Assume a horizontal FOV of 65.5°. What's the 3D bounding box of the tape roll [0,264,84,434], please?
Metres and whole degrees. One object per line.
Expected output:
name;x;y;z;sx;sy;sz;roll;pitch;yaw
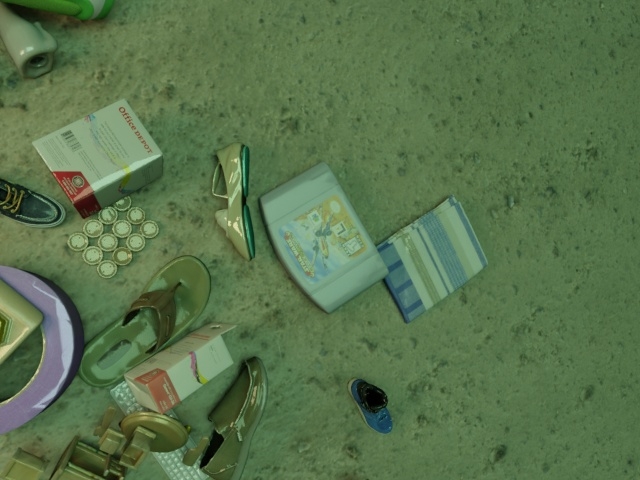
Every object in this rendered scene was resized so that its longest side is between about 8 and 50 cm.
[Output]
tape roll;-0.550;0.179;0.828;0.274;0.090;0.275;2;81;-14

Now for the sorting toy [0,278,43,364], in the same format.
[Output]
sorting toy;-0.576;0.137;0.761;0.193;0.038;0.208;42;74;-5

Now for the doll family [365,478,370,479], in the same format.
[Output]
doll family;0.051;0.591;1.058;0.111;0.076;0.193;32;78;-21

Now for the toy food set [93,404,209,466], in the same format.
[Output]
toy food set;-0.301;0.343;0.906;0.192;0.132;0.039;25;36;-14

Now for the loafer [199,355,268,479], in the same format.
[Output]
loafer;-0.172;0.351;0.978;0.087;0.094;0.251;19;79;-23

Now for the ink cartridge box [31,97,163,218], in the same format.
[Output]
ink cartridge box;-0.396;-0.147;0.910;0.176;0.127;0.128;-34;90;-20

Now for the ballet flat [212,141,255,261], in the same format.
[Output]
ballet flat;-0.182;-0.078;1.030;0.086;0.086;0.249;-2;84;-22

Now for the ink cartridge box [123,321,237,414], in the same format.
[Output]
ink cartridge box;-0.247;0.229;0.930;0.198;0.115;0.067;-31;107;-38

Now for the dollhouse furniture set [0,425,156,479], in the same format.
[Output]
dollhouse furniture set;-0.406;0.352;0.861;0.181;0.101;0.161;34;97;-16

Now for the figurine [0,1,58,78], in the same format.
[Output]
figurine;-0.615;-0.375;0.876;0.214;0.092;0.209;-35;94;-22

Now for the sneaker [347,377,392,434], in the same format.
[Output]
sneaker;0.124;0.374;1.099;0.058;0.084;0.152;-34;98;-21

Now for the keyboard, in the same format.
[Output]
keyboard;-0.306;0.374;0.967;0.072;0.014;0.256;-34;98;-21

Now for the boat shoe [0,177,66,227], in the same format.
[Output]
boat shoe;-0.548;-0.072;0.872;0.183;0.083;0.065;21;78;-19

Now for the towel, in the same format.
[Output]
towel;0.270;0.042;1.216;0.285;0.034;0.209;-32;99;-19

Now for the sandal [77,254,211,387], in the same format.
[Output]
sandal;-0.321;0.158;0.938;0.120;0.086;0.303;44;74;-8

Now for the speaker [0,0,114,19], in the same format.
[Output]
speaker;-0.508;-0.459;0.835;0.296;0.131;0.131;-16;91;-54

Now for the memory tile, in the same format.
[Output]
memory tile;-0.398;-0.009;0.965;0.113;0.012;0.148;46;71;-12

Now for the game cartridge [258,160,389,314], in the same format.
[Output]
game cartridge;0.000;0.000;1.089;0.198;0.062;0.297;-33;95;-19
